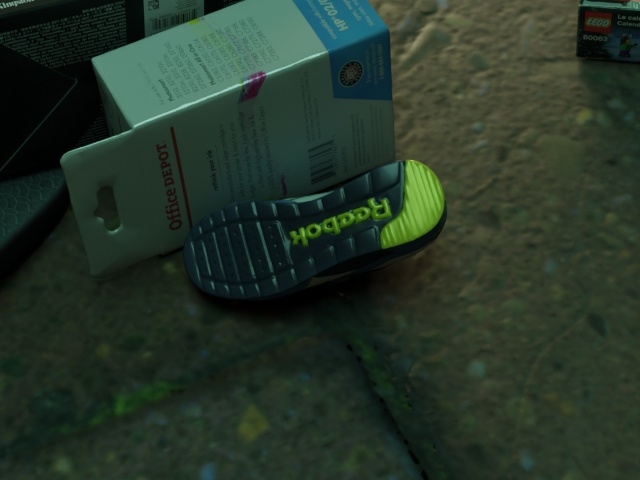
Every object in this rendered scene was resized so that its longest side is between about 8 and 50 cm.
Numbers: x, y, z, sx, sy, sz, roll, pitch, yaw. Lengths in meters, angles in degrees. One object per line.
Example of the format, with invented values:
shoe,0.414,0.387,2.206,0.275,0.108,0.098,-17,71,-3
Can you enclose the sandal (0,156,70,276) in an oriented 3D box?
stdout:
sandal,-0.221,0.031,0.932,0.097,0.054,0.254,34,51,20

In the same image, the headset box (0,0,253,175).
headset box,-0.138,-0.192,1.042,0.218,0.110,0.293,-17,49,-20

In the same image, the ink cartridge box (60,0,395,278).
ink cartridge box,-0.055,-0.062,0.951,0.181,0.104,0.061,-23,52,-14

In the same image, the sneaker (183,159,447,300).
sneaker,0.000,0.000,0.935,0.144,0.059,0.053,-13,81,14

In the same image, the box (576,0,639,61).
box,0.243,-0.198,1.076,0.159,0.044,0.233,6,51,9
